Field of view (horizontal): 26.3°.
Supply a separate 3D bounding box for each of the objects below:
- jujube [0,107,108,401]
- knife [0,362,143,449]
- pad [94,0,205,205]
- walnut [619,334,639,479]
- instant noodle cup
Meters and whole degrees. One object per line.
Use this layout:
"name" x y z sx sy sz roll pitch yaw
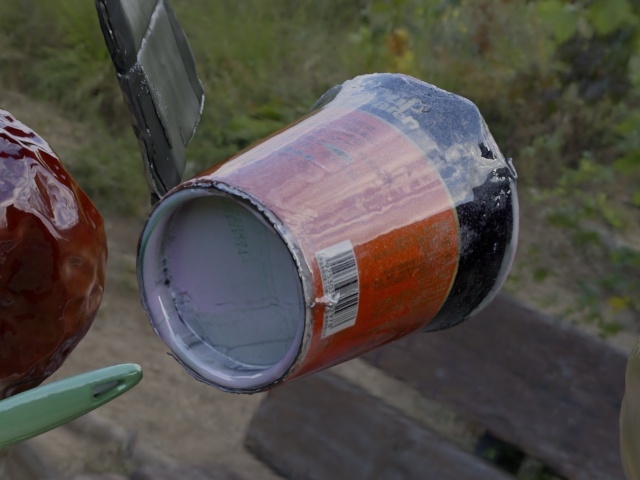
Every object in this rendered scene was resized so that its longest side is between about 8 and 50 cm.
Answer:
"jujube" -0.256 0.011 0.858 0.232 0.213 0.213 25 14 41
"knife" -0.235 0.120 0.734 0.293 0.043 0.020 -22 47 -7
"pad" -0.121 -0.158 0.906 0.022 0.233 0.174 -8 31 9
"walnut" 0.318 0.096 0.554 0.381 0.381 0.381 16 12 -3
"instant noodle cup" -0.001 0.002 0.578 0.127 0.127 0.135 23 28 28
